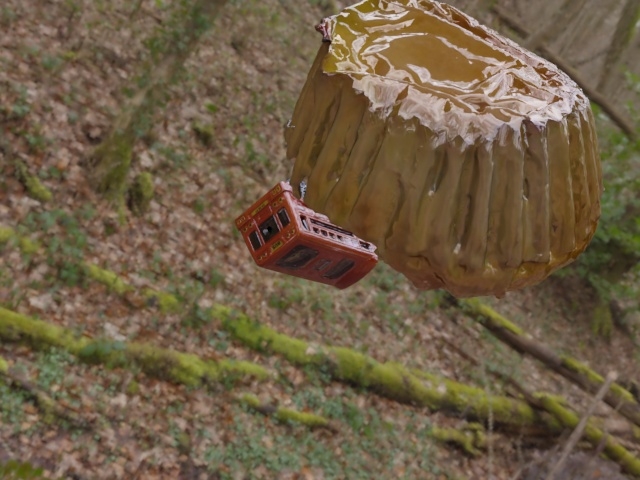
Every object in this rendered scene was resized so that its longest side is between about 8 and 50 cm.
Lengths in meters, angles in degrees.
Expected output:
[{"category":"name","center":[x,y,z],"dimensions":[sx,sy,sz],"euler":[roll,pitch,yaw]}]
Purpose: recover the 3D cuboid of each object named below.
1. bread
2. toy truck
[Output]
[{"category":"bread","center":[0.105,-0.083,0.676],"dimensions":[0.274,0.149,0.274],"euler":[7,45,-7]},{"category":"toy truck","center":[0.000,0.000,1.231],"dimensions":[0.252,0.107,0.114],"euler":[18,40,-50]}]
